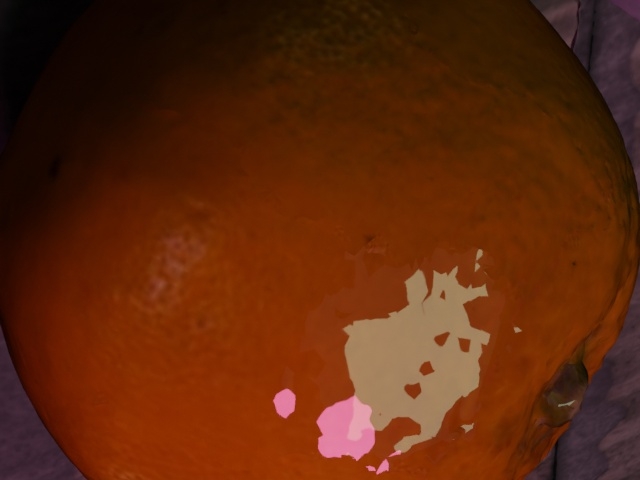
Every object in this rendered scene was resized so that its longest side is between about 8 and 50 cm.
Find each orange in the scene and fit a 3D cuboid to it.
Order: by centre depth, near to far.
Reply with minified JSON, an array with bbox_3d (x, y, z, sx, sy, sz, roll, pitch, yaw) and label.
[{"bbox_3d":[0.000,0.000,0.690,0.312,0.312,0.312,-19,136,-20],"label":"orange"}]

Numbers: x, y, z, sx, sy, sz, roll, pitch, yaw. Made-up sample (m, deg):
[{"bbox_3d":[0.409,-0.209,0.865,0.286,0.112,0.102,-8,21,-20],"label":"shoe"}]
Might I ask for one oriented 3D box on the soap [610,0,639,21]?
[{"bbox_3d":[0.267,-0.293,0.693,0.261,0.156,0.446,-23,138,-31],"label":"soap"}]
